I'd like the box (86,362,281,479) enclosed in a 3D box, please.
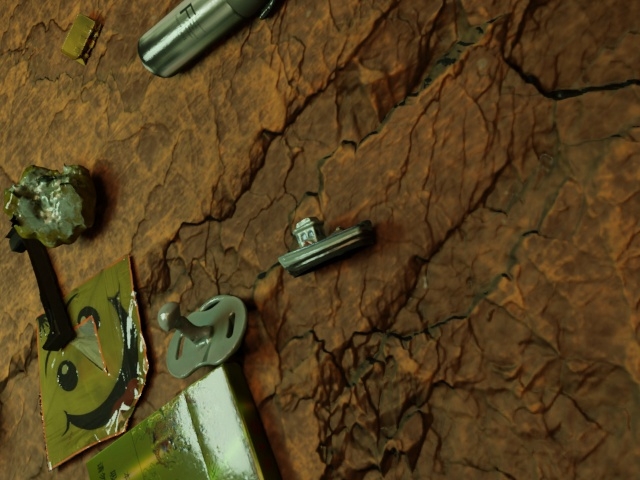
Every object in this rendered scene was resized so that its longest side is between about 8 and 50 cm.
[{"bbox_3d":[-0.202,0.320,1.004,0.311,0.043,0.173,-37,61,24],"label":"box"}]

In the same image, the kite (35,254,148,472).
[{"bbox_3d":[-0.391,0.191,1.185,0.327,0.013,0.378,26,95,38],"label":"kite"}]

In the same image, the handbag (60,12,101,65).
[{"bbox_3d":[-0.440,-0.372,1.333,0.061,0.027,0.083,36,101,36],"label":"handbag"}]

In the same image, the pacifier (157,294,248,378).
[{"bbox_3d":[-0.170,0.115,0.984,0.150,0.116,0.127,-21,43,35],"label":"pacifier"}]

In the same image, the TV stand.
[{"bbox_3d":[-0.493,0.076,1.264,0.049,0.040,0.257,-44,57,20],"label":"TV stand"}]

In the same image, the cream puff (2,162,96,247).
[{"bbox_3d":[-0.448,-0.064,1.227,0.156,0.156,0.121,13,130,37],"label":"cream puff"}]

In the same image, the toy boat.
[{"bbox_3d":[0.000,0.000,0.915,0.140,0.059,0.066,-26,78,31],"label":"toy boat"}]

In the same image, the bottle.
[{"bbox_3d":[-0.168,-0.335,1.100,0.253,0.079,0.096,-29,103,28],"label":"bottle"}]
